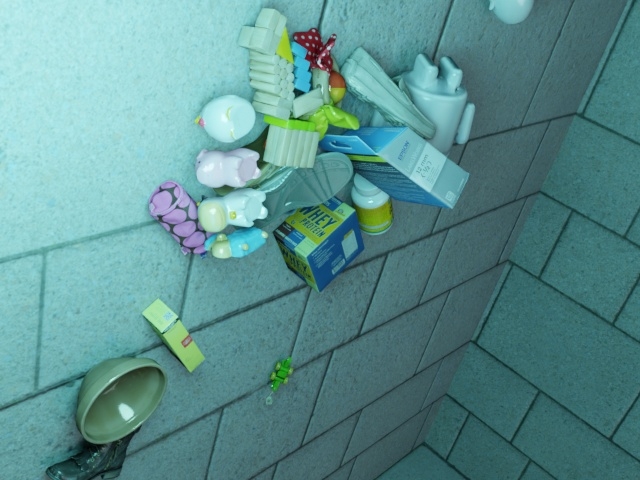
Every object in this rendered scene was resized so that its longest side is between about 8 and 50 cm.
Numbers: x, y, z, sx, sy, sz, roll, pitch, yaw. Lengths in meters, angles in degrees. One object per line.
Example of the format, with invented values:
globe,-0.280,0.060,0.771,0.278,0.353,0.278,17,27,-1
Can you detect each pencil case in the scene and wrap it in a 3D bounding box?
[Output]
pencil case,-0.309,-0.045,1.620,0.098,0.095,0.209,-29,146,0

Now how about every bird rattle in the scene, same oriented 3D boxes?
bird rattle,0.004,-0.366,1.697,0.207,0.143,0.253,-39,116,-74

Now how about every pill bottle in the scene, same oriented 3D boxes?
pill bottle,0.154,-0.119,2.163,0.117,0.118,0.208,-43,148,-19

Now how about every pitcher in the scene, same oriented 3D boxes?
pitcher,0.526,-0.722,2.087,0.178,0.125,0.207,-29,136,-2

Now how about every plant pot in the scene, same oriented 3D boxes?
plant pot,-0.497,0.364,1.748,0.237,0.110,0.237,-34,144,-30

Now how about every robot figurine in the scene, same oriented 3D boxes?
robot figurine,0.292,-0.342,2.044,0.300,0.199,0.353,6,124,-11

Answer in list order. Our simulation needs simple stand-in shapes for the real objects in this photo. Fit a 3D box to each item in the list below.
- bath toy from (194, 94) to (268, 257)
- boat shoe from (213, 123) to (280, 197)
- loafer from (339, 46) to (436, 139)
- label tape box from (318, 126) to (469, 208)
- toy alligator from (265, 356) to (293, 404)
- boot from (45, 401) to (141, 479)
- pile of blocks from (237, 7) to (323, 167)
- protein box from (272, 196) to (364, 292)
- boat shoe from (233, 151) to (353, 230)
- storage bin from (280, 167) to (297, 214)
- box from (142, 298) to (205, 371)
bath toy,-0.207,-0.140,1.548,0.151,0.129,0.348,-26,123,-44
boat shoe,-0.132,-0.186,1.704,0.285,0.105,0.089,-43,146,-20
loafer,0.187,-0.369,1.853,0.320,0.112,0.111,32,88,-30
label tape box,0.169,-0.217,1.839,0.348,0.249,0.115,33,81,-31
toy alligator,-0.140,0.459,2.414,0.051,0.056,0.189,-93,-153,-71
boot,-0.557,0.502,1.849,0.263,0.091,0.228,14,104,-63
pile of blocks,-0.090,-0.329,1.578,0.149,0.113,0.362,-29,126,-34
protein box,0.000,0.000,2.049,0.200,0.136,0.201,-44,149,-17
boat shoe,-0.076,-0.127,1.744,0.321,0.103,0.118,-29,118,-1
storage bin,-0.077,-0.146,1.851,0.135,0.098,0.091,-64,176,17
box,-0.368,0.244,1.832,0.058,0.087,0.232,-43,147,-19
